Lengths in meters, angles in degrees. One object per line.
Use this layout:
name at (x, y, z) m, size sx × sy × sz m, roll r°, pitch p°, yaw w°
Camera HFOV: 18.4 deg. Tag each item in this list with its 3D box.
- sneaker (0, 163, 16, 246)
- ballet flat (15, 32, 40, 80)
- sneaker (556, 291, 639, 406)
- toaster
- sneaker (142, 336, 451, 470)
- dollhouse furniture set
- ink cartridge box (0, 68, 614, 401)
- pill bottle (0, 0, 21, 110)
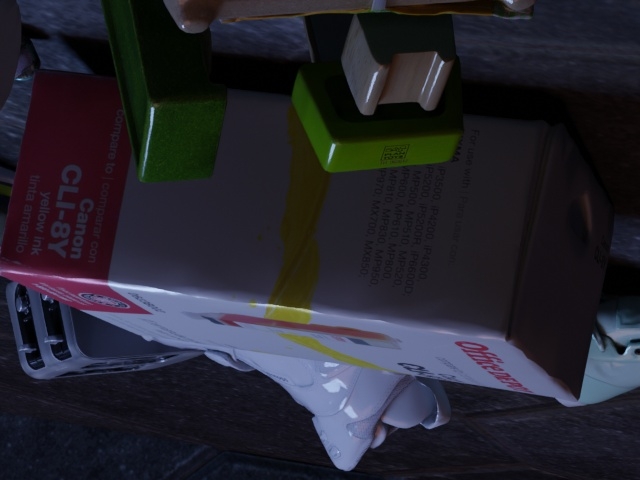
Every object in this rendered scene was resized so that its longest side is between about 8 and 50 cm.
sneaker at (-0.352, -0.022, 1.801) m, size 0.111 × 0.121 × 0.300 m, roll 2°, pitch 163°, yaw 37°
ballet flat at (-0.258, -0.143, 1.430) m, size 0.114 × 0.041 × 0.041 m, roll 8°, pitch 166°, yaw 17°
sneaker at (0.223, 0.049, 1.683) m, size 0.151 × 0.094 × 0.256 m, roll -18°, pitch 141°, yaw 30°
toaster at (-0.209, 0.074, 2.004) m, size 0.186 × 0.110 × 0.168 m, roll -3°, pitch 172°, yaw -29°
sneaker at (-0.029, 0.100, 1.793) m, size 0.366 × 0.137 × 0.210 m, roll -15°, pitch 111°, yaw 56°
dollhouse furniture set at (0.001, -0.173, 1.010) m, size 0.197 × 0.151 × 0.301 m, roll -5°, pitch 152°, yaw -13°
ink cartridge box at (0.000, 0.000, 1.467) m, size 0.385 × 0.160 × 0.279 m, roll 7°, pitch 169°, yaw 19°
pill bottle at (-0.301, -0.138, 1.316) m, size 0.187 × 0.112 × 0.112 m, roll 11°, pitch 166°, yaw 7°
